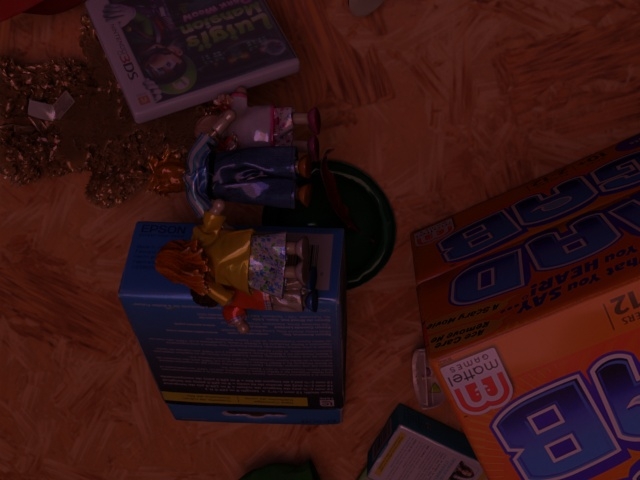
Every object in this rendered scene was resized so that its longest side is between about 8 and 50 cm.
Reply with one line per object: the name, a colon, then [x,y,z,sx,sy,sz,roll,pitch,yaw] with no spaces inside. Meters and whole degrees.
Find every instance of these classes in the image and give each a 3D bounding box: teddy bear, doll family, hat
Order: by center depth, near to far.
doll family: [-0.091,-0.034,0.812,0.163,0.118,0.263,1,89,11]
hat: [0.000,0.000,0.970,0.173,0.183,0.208,-30,105,12]
teddy bear: [-0.268,-0.153,0.991,0.338,0.113,0.245,-16,100,17]

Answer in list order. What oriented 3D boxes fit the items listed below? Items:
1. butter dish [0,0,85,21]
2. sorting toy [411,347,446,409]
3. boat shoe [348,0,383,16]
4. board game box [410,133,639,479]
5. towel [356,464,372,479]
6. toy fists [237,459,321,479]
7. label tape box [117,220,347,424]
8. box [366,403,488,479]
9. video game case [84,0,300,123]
butter dish: [-0.296,-0.322,0.916,0.160,0.118,0.160,-8,78,38]
sorting toy: [0.166,0.181,1.101,0.075,0.045,0.083,-5,96,-11]
boat shoe: [0.065,-0.324,0.928,0.049,0.042,0.133,11,113,-27]
board game box: [0.340,0.128,0.899,0.356,0.356,0.357,-24,106,11]
towel: [0.114,0.397,1.189,0.152,0.023,0.113,27,109,-5]
toy fists: [-0.036,0.451,1.184,0.142,0.096,0.279,-21,105,1]
label tape box: [-0.092,0.122,1.040,0.249,0.115,0.348,1,146,4]
box: [0.195,0.332,1.139,0.244,0.060,0.100,27,110,-5]
video game case: [-0.143,-0.227,0.895,0.190,0.022,0.173,-21,66,-15]
